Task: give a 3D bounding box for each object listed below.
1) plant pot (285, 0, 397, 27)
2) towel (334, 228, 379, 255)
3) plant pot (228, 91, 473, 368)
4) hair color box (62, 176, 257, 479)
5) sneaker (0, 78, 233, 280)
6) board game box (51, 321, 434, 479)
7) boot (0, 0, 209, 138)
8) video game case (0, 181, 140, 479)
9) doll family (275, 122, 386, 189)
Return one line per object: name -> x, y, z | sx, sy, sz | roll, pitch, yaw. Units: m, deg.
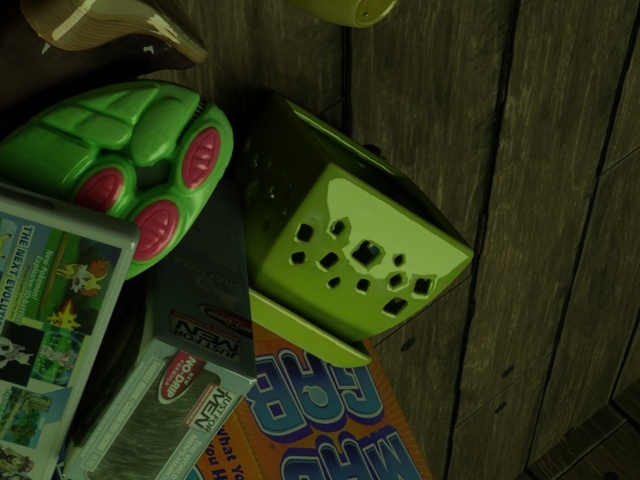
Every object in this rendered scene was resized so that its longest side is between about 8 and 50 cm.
plant pot -> 0.030, -0.278, 1.656 | 0.134, 0.095, 0.134 | -34, 154, -19
towel -> 0.063, -0.009, 2.216 | 0.067, 0.029, 0.119 | -45, 156, 5
plant pot -> 0.000, 0.000, 1.789 | 0.227, 0.228, 0.207 | 31, 101, -29
hair color box -> -0.166, 0.079, 1.619 | 0.113, 0.374, 0.185 | 25, 115, -20
sneaker -> -0.278, -0.001, 1.537 | 0.482, 0.185, 0.202 | -38, -168, 23
board game box -> -0.111, 0.316, 1.957 | 0.356, 0.357, 0.356 | -33, 163, 28
boot -> -0.234, -0.166, 1.482 | 0.207, 0.090, 0.248 | -36, 161, 15
video game case -> -0.354, 0.078, 1.437 | 0.036, 0.299, 0.329 | -90, -159, -58
doll family -> -0.009, -0.091, 1.925 | 0.193, 0.076, 0.111 | -20, 152, -36
